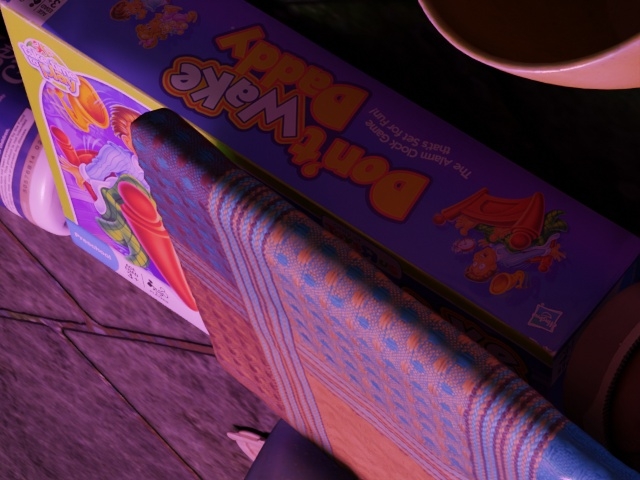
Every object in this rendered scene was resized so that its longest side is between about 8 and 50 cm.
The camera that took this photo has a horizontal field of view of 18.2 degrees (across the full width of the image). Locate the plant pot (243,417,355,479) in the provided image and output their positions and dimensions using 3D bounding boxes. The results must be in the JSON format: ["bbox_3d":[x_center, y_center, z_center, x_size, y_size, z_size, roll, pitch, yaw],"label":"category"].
[{"bbox_3d":[0.023,0.240,1.130,0.247,0.248,0.252,31,-174,16],"label":"plant pot"}]

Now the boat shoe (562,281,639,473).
[{"bbox_3d":[0.215,0.136,0.906,0.104,0.111,0.307,29,172,45],"label":"boat shoe"}]

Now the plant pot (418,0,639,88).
[{"bbox_3d":[0.111,-0.107,0.696,0.134,0.134,0.095,17,175,40],"label":"plant pot"}]

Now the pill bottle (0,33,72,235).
[{"bbox_3d":[-0.203,-0.079,1.229,0.169,0.094,0.094,27,156,22],"label":"pill bottle"}]

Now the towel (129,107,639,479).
[{"bbox_3d":[0.072,0.104,0.922,0.370,0.040,0.271,39,163,22],"label":"towel"}]

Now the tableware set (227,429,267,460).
[{"bbox_3d":[0.000,0.214,1.590,0.141,0.020,0.169,20,152,35],"label":"tableware set"}]

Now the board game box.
[{"bbox_3d":[0.000,0.000,1.061,0.347,0.078,0.233,33,155,22],"label":"board game box"}]
